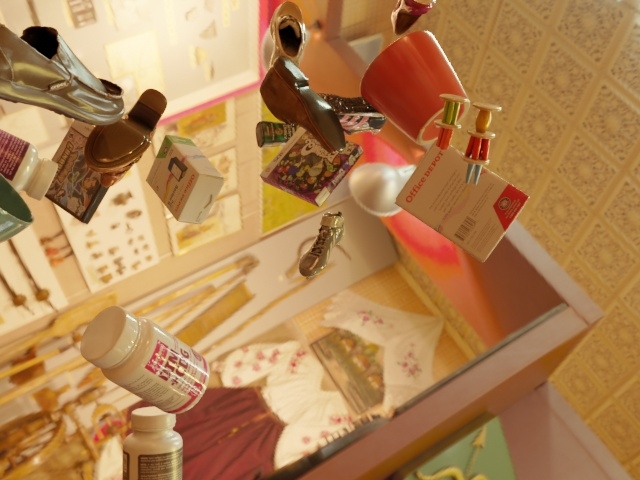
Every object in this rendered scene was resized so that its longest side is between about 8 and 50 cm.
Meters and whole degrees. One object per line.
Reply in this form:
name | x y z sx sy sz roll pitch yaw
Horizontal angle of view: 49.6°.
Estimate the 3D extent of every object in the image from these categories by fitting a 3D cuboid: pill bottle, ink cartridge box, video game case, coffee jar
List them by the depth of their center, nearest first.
pill bottle | -0.400 0.275 1.593 0.160 0.160 0.283 39 -5 48
ink cartridge box | -0.371 -0.166 1.887 0.212 0.093 0.154 46 -63 35
video game case | -0.027 -0.216 1.955 0.232 0.210 0.042 27 -19 38
ink cartridge box | 0.402 -0.113 1.973 0.306 0.226 0.131 36 9 13
pill bottle | -0.928 -0.233 1.998 0.301 0.169 0.169 27 -6 -26
pill bottle | -0.502 0.669 2.069 0.176 0.176 0.319 177 -87 -67
video game case | -0.748 -0.224 2.173 0.248 0.275 0.035 30 -1 26
coffee jar | -0.141 -0.390 2.544 0.079 0.184 0.096 146 -63 -62

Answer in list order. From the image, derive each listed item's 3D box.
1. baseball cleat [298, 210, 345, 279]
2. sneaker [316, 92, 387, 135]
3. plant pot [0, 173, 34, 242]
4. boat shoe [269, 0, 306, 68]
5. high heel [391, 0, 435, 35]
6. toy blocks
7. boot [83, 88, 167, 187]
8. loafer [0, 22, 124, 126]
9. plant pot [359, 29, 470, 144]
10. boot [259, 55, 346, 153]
baseball cleat | 0.000 0.000 1.723 0.072 0.206 0.110 13 -49 19
sneaker | 0.066 -0.387 2.206 0.131 0.318 0.112 111 -27 -45
plant pot | -0.789 -0.077 1.465 0.290 0.195 0.290 46 -4 4
boat shoe | -0.087 -0.590 1.976 0.098 0.109 0.303 120 -21 -52
high heel | 0.218 -0.544 1.687 0.244 0.082 0.117 -113 -151 -63
toy blocks | 0.263 -0.187 1.290 0.123 0.054 0.148 23 -65 34
boot | -0.446 -0.188 1.493 0.109 0.284 0.220 32 -47 -16
loafer | -0.445 -0.284 1.160 0.133 0.130 0.366 26 9 17
plant pot | 0.293 -0.434 2.049 0.243 0.274 0.275 55 -23 17
boot | -0.047 -0.331 1.813 0.115 0.112 0.305 -43 -105 30
